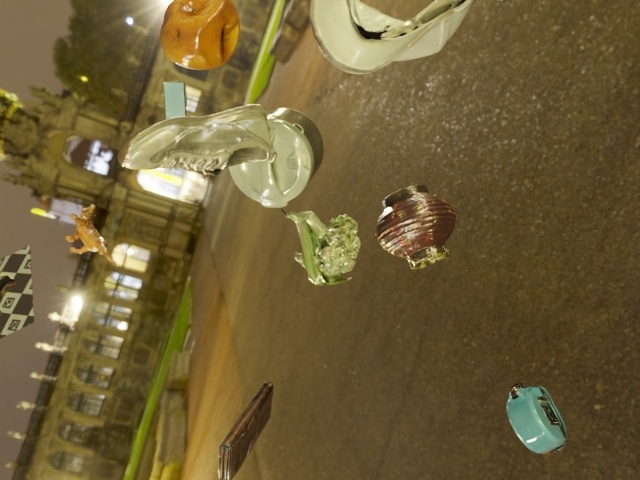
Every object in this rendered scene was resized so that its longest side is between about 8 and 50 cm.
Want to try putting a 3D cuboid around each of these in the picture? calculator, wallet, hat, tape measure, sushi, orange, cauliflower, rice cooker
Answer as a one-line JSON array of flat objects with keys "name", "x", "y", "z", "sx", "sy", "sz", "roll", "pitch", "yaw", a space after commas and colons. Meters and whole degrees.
[{"name": "calculator", "x": -0.347, "y": -0.294, "z": 1.454, "sx": 0.018, "sy": 0.057, "sz": 0.171, "roll": -100, "pitch": 8, "yaw": -77}, {"name": "wallet", "x": -0.171, "y": 0.444, "z": 1.409, "sx": 0.230, "sy": 0.042, "sz": 0.124, "roll": -53, "pitch": -25, "yaw": -58}, {"name": "hat", "x": 0.108, "y": -0.364, "z": 1.060, "sx": 0.301, "sy": 0.258, "sz": 0.168, "roll": -57, "pitch": -18, "yaw": -36}, {"name": "tape measure", "x": 0.430, "y": 0.356, "z": 1.207, "sx": 0.081, "sy": 0.125, "sz": 0.146, "roll": -39, "pitch": 54, "yaw": 28}, {"name": "sushi", "x": -0.707, "y": 0.149, "z": 1.299, "sx": 0.219, "sy": 0.231, "sz": 0.047, "roll": 65, "pitch": -177, "yaw": 38}, {"name": "orange", "x": -0.352, "y": -0.600, "z": 1.741, "sx": 0.183, "sy": 0.249, "sz": 0.248, "roll": 72, "pitch": -159, "yaw": -51}, {"name": "cauliflower", "x": 0.000, "y": 0.000, "z": 1.901, "sx": 0.239, "sy": 0.315, "sz": 0.256, "roll": -34, "pitch": 17, "yaw": 11}, {"name": "rice cooker", "x": -0.140, "y": -0.267, "z": 1.920, "sx": 0.277, "sy": 0.289, "sz": 0.288, "roll": -65, "pitch": -1, "yaw": -63}]

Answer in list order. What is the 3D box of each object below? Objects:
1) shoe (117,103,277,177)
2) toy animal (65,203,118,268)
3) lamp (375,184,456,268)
[{"name": "shoe", "x": -0.195, "y": -0.152, "z": 0.996, "sx": 0.098, "sy": 0.275, "sz": 0.103, "roll": 63, "pitch": 150, "yaw": 13}, {"name": "toy animal", "x": -0.767, "y": 0.008, "z": 2.051, "sx": 0.114, "sy": 0.255, "sz": 0.116, "roll": -42, "pitch": -9, "yaw": 25}, {"name": "lamp", "x": 0.279, "y": -0.035, "z": 1.750, "sx": 0.247, "sy": 0.247, "sz": 0.246, "roll": -162, "pitch": 90, "yaw": -77}]
